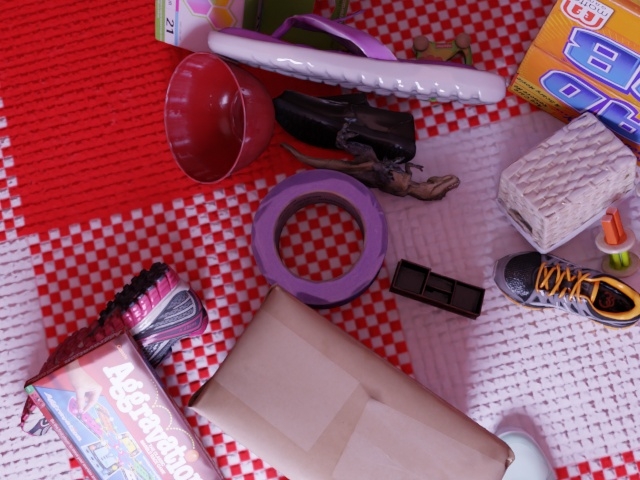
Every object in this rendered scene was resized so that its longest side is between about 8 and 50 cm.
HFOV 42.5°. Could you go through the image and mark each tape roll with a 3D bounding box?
[{"bbox_3d":[0.000,0.000,1.156,0.189,0.080,0.189,0,81,2],"label":"tape roll"}]

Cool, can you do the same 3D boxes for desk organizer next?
[{"bbox_3d":[0.165,0.068,1.154,0.130,0.050,0.047,18,82,5],"label":"desk organizer"}]

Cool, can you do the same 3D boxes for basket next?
[{"bbox_3d":[0.338,-0.082,1.133,0.167,0.103,0.113,-34,62,-4],"label":"basket"}]

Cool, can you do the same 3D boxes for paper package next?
[{"bbox_3d":[0.033,0.224,1.001,0.325,0.309,0.168,34,81,6],"label":"paper package"}]

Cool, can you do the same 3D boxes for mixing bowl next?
[{"bbox_3d":[-0.129,-0.174,1.161,0.098,0.181,0.181,-11,77,-44],"label":"mixing bowl"}]

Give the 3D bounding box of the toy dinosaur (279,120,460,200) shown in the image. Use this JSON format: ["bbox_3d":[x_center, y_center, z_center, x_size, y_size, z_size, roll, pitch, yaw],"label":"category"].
[{"bbox_3d":[0.065,-0.107,1.152,0.268,0.118,0.064,17,76,4],"label":"toy dinosaur"}]

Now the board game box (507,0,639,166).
[{"bbox_3d":[0.512,-0.305,1.049,0.356,0.356,0.356,32,83,7],"label":"board game box"}]

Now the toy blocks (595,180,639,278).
[{"bbox_3d":[0.428,-0.033,1.117,0.123,0.054,0.148,-27,126,-3],"label":"toy blocks"}]

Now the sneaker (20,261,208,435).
[{"bbox_3d":[-0.287,0.168,1.125,0.299,0.121,0.112,-40,112,3],"label":"sneaker"}]

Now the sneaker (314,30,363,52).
[{"bbox_3d":[0.030,-0.304,1.234,0.083,0.031,0.035,17,57,9],"label":"sneaker"}]

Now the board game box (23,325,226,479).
[{"bbox_3d":[-0.246,0.262,1.082,0.145,0.027,0.281,-30,110,-4],"label":"board game box"}]

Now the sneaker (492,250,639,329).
[{"bbox_3d":[0.345,0.063,1.133,0.215,0.083,0.084,15,83,6],"label":"sneaker"}]

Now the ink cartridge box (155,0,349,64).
[{"bbox_3d":[-0.094,-0.342,1.152,0.255,0.189,0.097,20,50,6],"label":"ink cartridge box"}]

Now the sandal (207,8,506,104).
[{"bbox_3d":[0.054,-0.263,1.135,0.416,0.169,0.102,8,95,-11],"label":"sandal"}]

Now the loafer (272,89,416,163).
[{"bbox_3d":[0.037,-0.176,1.193,0.220,0.080,0.078,18,68,-1],"label":"loafer"}]

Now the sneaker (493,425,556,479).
[{"bbox_3d":[0.278,0.368,1.050,0.094,0.151,0.256,-10,79,2],"label":"sneaker"}]

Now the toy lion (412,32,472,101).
[{"bbox_3d":[0.175,-0.254,1.219,0.100,0.034,0.096,-4,87,1],"label":"toy lion"}]
